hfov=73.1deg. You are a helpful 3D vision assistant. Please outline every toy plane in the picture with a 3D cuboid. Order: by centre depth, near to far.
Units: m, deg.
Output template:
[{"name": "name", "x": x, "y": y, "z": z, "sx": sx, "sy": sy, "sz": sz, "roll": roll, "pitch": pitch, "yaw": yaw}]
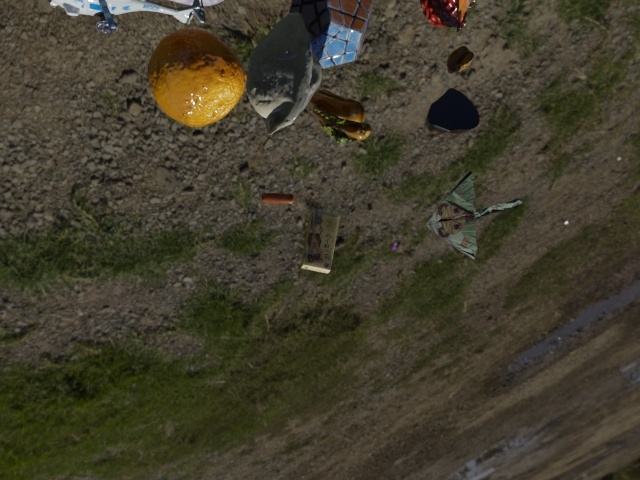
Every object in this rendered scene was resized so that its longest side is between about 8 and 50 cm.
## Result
[{"name": "toy plane", "x": -0.376, "y": -0.466, "z": 0.828, "sx": 0.273, "sy": 0.182, "sz": 0.107, "roll": -24, "pitch": 176, "yaw": -37}]

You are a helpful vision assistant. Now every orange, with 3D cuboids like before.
[{"name": "orange", "x": -0.447, "y": -0.584, "z": 1.547, "sx": 0.340, "sy": 0.293, "sz": 0.340, "roll": -39, "pitch": 178, "yaw": -2}]

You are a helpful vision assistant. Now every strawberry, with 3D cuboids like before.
[{"name": "strawberry", "x": 0.364, "y": -0.756, "z": 1.245, "sx": 0.280, "sy": 0.150, "sz": 0.253, "roll": -5, "pitch": 112, "yaw": -62}]

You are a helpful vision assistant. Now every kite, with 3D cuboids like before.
[{"name": "kite", "x": 0.373, "y": -0.061, "z": 1.050, "sx": 0.250, "sy": 0.012, "sz": 0.229, "roll": -13, "pitch": 110, "yaw": -2}]

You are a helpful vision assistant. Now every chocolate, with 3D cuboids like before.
[{"name": "chocolate", "x": 0.349, "y": -0.346, "z": 1.195, "sx": 0.148, "sy": 0.125, "sz": 0.080, "roll": -8, "pitch": 171, "yaw": -8}]

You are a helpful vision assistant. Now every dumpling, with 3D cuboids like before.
[{"name": "dumpling", "x": -0.054, "y": -0.261, "z": 0.708, "sx": 0.176, "sy": 0.150, "sz": 0.092, "roll": -47, "pitch": 148, "yaw": 15}]

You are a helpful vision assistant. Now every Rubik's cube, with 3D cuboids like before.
[{"name": "Rubik's cube", "x": 0.032, "y": -0.771, "z": 1.517, "sx": 0.319, "sy": 0.264, "sz": 0.319, "roll": -8, "pitch": 156, "yaw": -3}]

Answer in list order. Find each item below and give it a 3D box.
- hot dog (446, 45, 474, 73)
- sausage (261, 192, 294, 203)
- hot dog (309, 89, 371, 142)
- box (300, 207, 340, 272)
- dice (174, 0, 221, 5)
[{"name": "hot dog", "x": 0.398, "y": -0.517, "z": 1.241, "sx": 0.144, "sy": 0.062, "sz": 0.038, "roll": -47, "pitch": -177, "yaw": -38}, {"name": "sausage", "x": -0.159, "y": -0.159, "z": 1.634, "sx": 0.131, "sy": 0.039, "sz": 0.041, "roll": 5, "pitch": 170, "yaw": 18}, {"name": "hot dog", "x": 0.050, "y": -0.384, "z": 1.344, "sx": 0.100, "sy": 0.337, "sz": 0.135, "roll": -31, "pitch": 126, "yaw": -8}, {"name": "box", "x": 0.000, "y": 0.000, "z": 1.042, "sx": 0.073, "sy": 0.149, "sz": 0.020, "roll": 12, "pitch": 171, "yaw": -18}, {"name": "dice", "x": -0.328, "y": -0.750, "z": 1.008, "sx": 0.270, "sy": 0.270, "sz": 0.271, "roll": 13, "pitch": 174, "yaw": -1}]
